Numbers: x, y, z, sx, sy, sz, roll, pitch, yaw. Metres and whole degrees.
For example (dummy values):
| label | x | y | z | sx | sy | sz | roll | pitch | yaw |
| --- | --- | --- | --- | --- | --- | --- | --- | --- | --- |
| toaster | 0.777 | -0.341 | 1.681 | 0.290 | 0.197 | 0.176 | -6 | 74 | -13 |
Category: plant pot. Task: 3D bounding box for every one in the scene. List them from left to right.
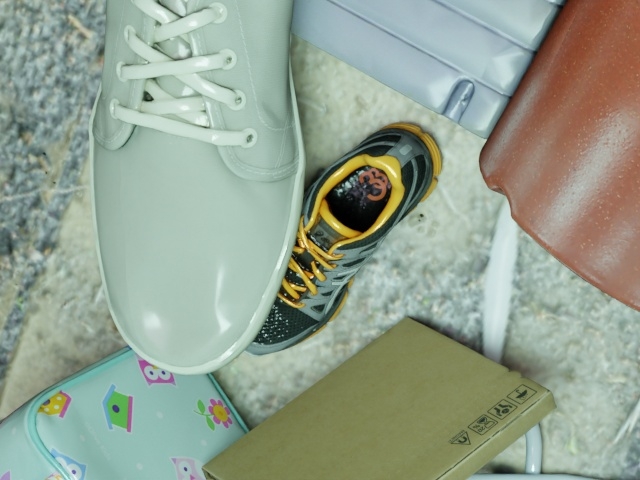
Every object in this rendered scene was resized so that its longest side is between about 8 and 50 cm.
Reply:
| label | x | y | z | sx | sy | sz | roll | pitch | yaw |
| --- | --- | --- | --- | --- | --- | --- | --- | --- | --- |
| plant pot | 0.258 | -0.102 | 1.284 | 0.272 | 0.272 | 0.265 | 37 | 112 | 7 |

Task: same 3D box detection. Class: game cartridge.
| label | x | y | z | sx | sy | sz | roll | pitch | yaw |
| --- | --- | --- | --- | --- | --- | --- | --- | --- | --- |
| game cartridge | 0.025 | -0.256 | 1.416 | 0.355 | 0.068 | 0.230 | 30 | 98 | 9 |

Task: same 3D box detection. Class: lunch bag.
| label | x | y | z | sx | sy | sz | roll | pitch | yaw |
| --- | --- | --- | --- | --- | --- | --- | --- | --- | --- |
| lunch bag | -0.111 | 0.218 | 1.422 | 0.108 | 0.224 | 0.279 | -33 | 88 | 34 |

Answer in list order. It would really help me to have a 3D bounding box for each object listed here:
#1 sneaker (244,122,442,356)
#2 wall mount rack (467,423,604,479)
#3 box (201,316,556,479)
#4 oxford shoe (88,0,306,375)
| label | x | y | z | sx | sy | sz | roll | pitch | yaw |
| --- | --- | --- | --- | --- | --- | --- | --- | --- | --- |
| sneaker | 0.000 | 0.000 | 1.437 | 0.084 | 0.083 | 0.215 | 39 | 105 | 5 |
| wall mount rack | 0.161 | 0.283 | 1.411 | 0.304 | 0.130 | 0.350 | 2 | 99 | -12 |
| box | 0.039 | 0.139 | 1.369 | 0.201 | 0.164 | 0.021 | -35 | 125 | -22 |
| oxford shoe | -0.090 | -0.124 | 1.363 | 0.169 | 0.130 | 0.449 | 10 | 99 | 14 |
